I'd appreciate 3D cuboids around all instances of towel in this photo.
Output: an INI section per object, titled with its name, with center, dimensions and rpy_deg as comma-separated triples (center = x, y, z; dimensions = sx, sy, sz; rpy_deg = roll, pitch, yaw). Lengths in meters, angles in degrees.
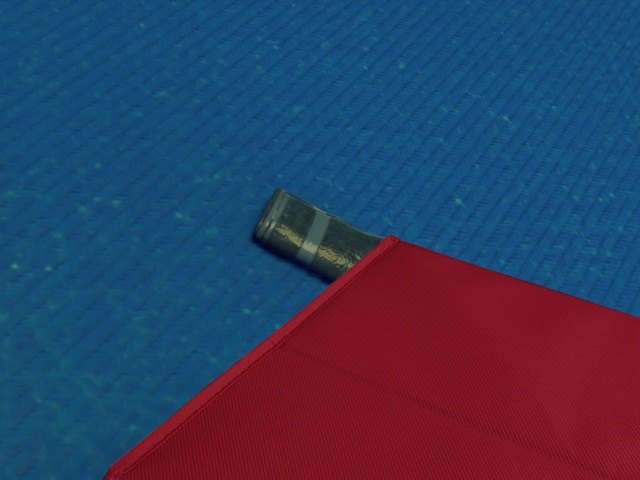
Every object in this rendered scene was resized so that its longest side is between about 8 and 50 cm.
[towel]
center = 0.000, 0.000, 1.031
dimensions = 0.119, 0.029, 0.067
rpy_deg = 28, 46, -3

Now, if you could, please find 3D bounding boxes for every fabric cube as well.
[fabric cube]
center = 0.079, 0.189, 0.576
dimensions = 0.258, 0.254, 0.259
rpy_deg = 20, 39, 29
